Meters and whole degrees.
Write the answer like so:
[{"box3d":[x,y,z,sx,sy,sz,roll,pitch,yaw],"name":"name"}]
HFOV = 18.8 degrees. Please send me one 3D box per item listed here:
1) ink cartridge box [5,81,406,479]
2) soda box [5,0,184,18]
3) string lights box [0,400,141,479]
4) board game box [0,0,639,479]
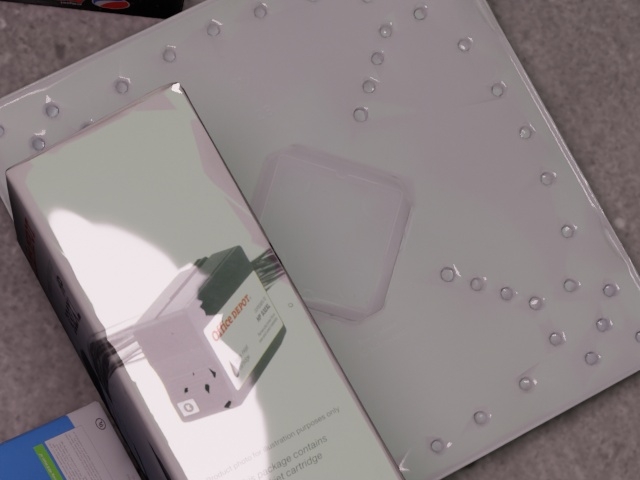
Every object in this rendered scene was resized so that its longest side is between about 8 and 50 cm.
[{"box3d":[-0.078,0.079,1.261,0.129,0.223,0.307,-28,84,-11],"name":"ink cartridge box"},{"box3d":[-0.184,-0.205,1.439,0.169,0.060,0.053,6,79,-7],"name":"soda box"},{"box3d":[-0.223,0.213,1.269,0.260,0.077,0.133,-21,79,-49],"name":"string lights box"},{"box3d":[0.000,0.000,1.428,0.390,0.050,0.390,-27,83,-12],"name":"board game box"}]
